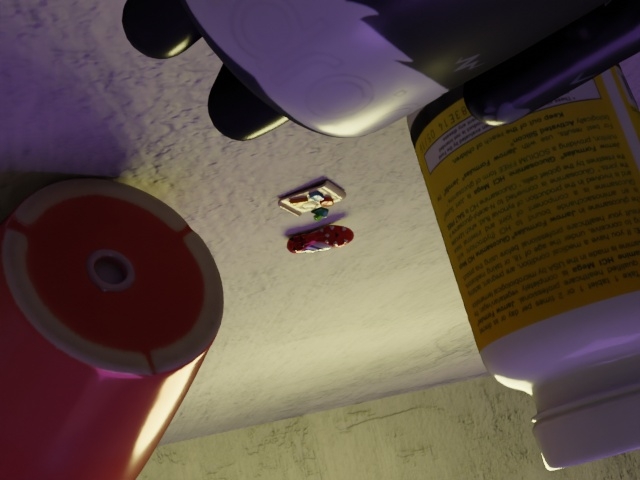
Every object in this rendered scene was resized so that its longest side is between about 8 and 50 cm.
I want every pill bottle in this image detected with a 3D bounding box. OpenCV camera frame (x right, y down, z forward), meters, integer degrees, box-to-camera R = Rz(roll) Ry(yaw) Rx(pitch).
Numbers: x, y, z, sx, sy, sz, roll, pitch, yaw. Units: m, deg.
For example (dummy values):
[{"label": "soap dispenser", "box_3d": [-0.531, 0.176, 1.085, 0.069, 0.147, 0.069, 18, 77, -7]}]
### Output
[{"label": "pill bottle", "box_3d": [0.202, 0.006, 0.678, 0.188, 0.334, 0.188, -13, 161, -4]}]

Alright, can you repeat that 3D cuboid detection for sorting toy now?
[{"label": "sorting toy", "box_3d": [-0.003, -0.040, 0.896, 0.062, 0.012, 0.083, -21, 160, 18]}]

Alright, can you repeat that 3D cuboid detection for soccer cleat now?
[{"label": "soccer cleat", "box_3d": [0.000, 0.000, 0.997, 0.083, 0.029, 0.035, -13, 171, 4]}]

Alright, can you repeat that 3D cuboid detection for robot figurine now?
[{"label": "robot figurine", "box_3d": [0.041, -0.154, 0.351, 0.278, 0.173, 0.209, -27, 161, 33]}]

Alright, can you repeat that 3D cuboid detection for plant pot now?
[{"label": "plant pot", "box_3d": [-0.229, 0.090, 0.748, 0.275, 0.275, 0.243, 1, 145, -39]}]
